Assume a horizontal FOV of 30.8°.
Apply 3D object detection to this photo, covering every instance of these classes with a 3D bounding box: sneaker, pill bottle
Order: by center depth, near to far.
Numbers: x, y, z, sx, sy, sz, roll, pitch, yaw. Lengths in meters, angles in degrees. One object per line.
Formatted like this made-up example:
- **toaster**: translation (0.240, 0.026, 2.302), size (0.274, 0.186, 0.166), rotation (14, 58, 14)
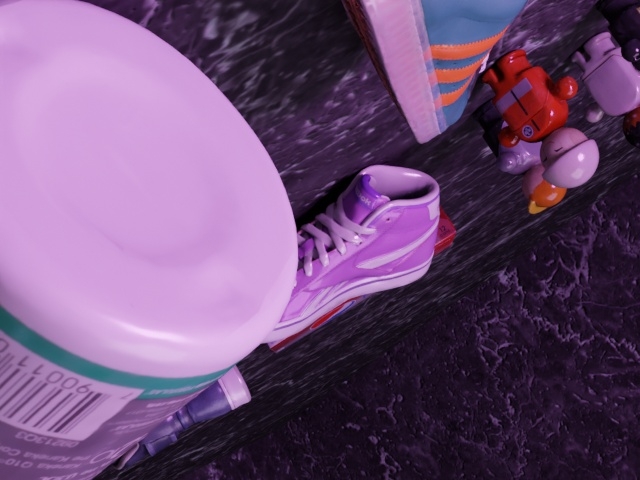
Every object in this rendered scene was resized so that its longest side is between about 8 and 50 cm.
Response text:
- **pill bottle**: translation (-0.197, 0.058, 0.615), size (0.361, 0.204, 0.204), rotation (-39, 167, 33)
- **sneaker**: translation (0.082, -0.148, 0.723), size (0.121, 0.108, 0.302), rotation (-29, 167, 4)
- **sneaker**: translation (0.000, -0.001, 1.218), size (0.282, 0.102, 0.161), rotation (-23, 148, -22)
- **sneaker**: translation (-0.180, 0.157, 1.243), size (0.163, 0.086, 0.226), rotation (-30, -164, -11)

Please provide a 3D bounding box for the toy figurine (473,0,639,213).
- **toy figurine**: translation (0.275, -0.134, 1.189), size (0.213, 0.148, 0.209), rotation (-31, 168, -6)

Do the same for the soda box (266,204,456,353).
- **soda box**: translation (0.032, 0.032, 1.403), size (0.263, 0.083, 0.092), rotation (-32, 169, -3)
